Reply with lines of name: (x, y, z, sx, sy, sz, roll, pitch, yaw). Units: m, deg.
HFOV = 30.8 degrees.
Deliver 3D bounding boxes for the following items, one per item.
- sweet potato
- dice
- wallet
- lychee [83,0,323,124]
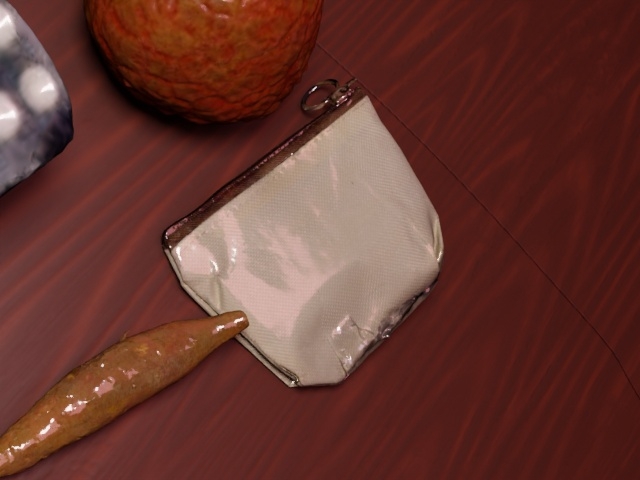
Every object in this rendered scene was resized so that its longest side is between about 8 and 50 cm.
sweet potato: (-0.206, 0.138, 1.119, 0.314, 0.066, 0.072, -27, 88, -33)
dice: (-0.341, -0.106, 1.001, 0.181, 0.183, 0.182, 56, 47, -14)
wallet: (0.001, -0.002, 1.300, 0.335, 0.068, 0.275, -42, 100, -27)
lychee: (-0.115, -0.256, 1.164, 0.300, 0.255, 0.255, 57, 48, -50)
